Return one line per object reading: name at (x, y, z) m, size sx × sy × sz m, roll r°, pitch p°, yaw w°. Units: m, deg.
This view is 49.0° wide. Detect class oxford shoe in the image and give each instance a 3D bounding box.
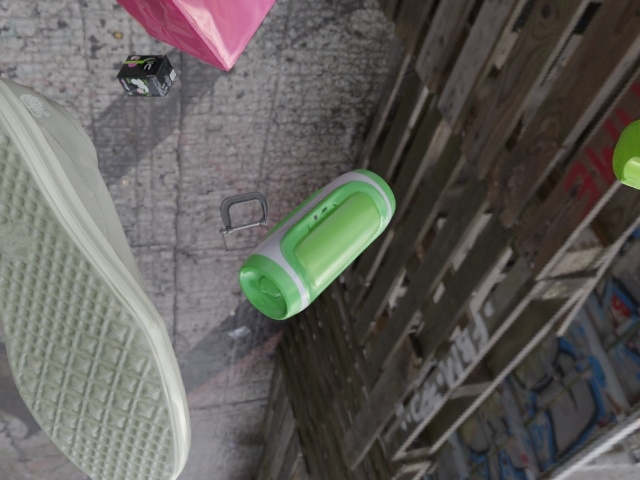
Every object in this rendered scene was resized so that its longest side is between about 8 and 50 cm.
oxford shoe at (-0.238, 0.041, 0.685) m, size 0.169 × 0.130 × 0.449 m, roll -20°, pitch 102°, yaw 14°

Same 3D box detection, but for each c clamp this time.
c clamp at (-0.206, -0.058, 1.889) m, size 0.161 × 0.137 × 0.022 m, roll -21°, pitch -174°, yaw -26°

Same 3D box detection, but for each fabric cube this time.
fabric cube at (-0.258, -0.533, 1.358) m, size 0.254 × 0.259 × 0.258 m, roll -59°, pitch 154°, yaw -5°

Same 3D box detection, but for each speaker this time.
speaker at (0.000, 0.000, 1.178) m, size 0.296 × 0.131 × 0.131 m, roll -42°, pitch 163°, yaw -34°

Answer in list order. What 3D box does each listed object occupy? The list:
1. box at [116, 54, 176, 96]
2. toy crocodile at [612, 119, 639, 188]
box at (-0.323, -0.306, 1.306) m, size 0.083 × 0.062 × 0.052 m, roll 5°, pitch 146°, yaw 18°
toy crocodile at (0.455, -0.061, 0.712) m, size 0.115 × 0.340 × 0.105 m, roll 9°, pitch 106°, yaw -40°
